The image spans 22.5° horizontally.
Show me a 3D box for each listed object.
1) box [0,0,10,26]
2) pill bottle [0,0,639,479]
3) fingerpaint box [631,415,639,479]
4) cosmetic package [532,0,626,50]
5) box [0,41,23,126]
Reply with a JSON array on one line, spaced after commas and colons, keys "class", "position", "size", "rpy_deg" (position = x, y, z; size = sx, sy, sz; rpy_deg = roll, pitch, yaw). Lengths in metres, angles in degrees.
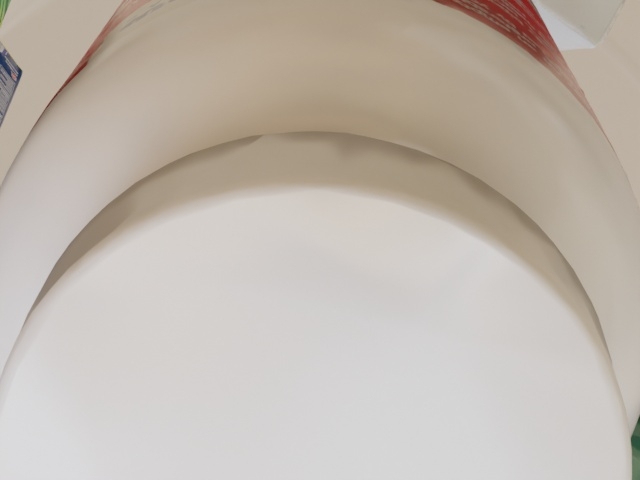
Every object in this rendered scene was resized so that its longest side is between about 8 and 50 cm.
[{"class": "box", "position": [-0.359, -0.182, 1.048], "size": [0.058, 0.322, 0.232], "rpy_deg": [6, -107, 49]}, {"class": "pill bottle", "position": [0.000, 0.000, 0.615], "size": [0.229, 0.229, 0.407], "rpy_deg": [-25, -163, 9]}, {"class": "fingerpaint box", "position": [0.179, 0.327, 0.756], "size": [0.371, 0.163, 0.445], "rpy_deg": [35, -71, 10]}, {"class": "cosmetic package", "position": [0.059, -0.222, 0.948], "size": [0.138, 0.224, 0.225], "rpy_deg": [-59, -161, -10]}, {"class": "box", "position": [-0.216, -0.113, 0.802], "size": [0.059, 0.169, 0.054], "rpy_deg": [3, -120, 20]}]
